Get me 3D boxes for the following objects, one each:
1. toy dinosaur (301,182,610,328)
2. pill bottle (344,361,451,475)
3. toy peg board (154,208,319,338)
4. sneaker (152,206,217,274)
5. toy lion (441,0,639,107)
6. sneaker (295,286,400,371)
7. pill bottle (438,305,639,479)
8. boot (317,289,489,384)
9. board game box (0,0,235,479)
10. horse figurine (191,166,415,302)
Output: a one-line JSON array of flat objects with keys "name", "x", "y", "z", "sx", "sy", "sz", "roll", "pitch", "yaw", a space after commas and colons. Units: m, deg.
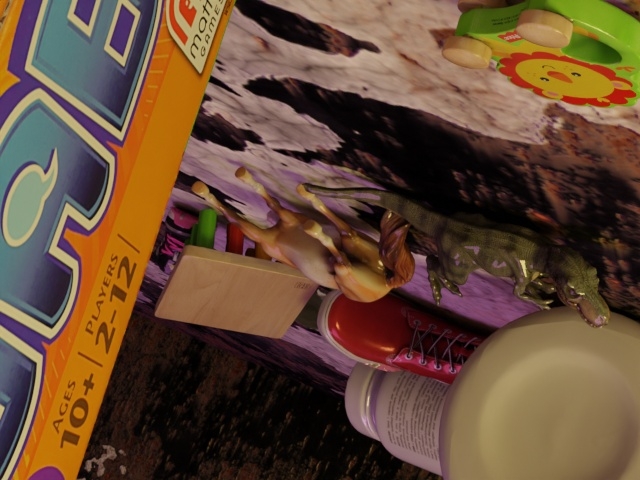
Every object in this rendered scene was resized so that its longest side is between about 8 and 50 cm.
[{"name": "toy dinosaur", "x": 0.118, "y": 0.011, "z": 0.929, "sx": 0.268, "sy": 0.064, "sz": 0.118, "roll": 20, "pitch": 162, "yaw": 34}, {"name": "pill bottle", "x": 0.174, "y": 0.230, "z": 1.580, "sx": 0.283, "sy": 0.160, "sz": 0.160, "roll": 13, "pitch": 164, "yaw": 48}, {"name": "toy peg board", "x": -0.098, "y": 0.036, "z": 1.411, "sx": 0.161, "sy": 0.079, "sz": 0.161, "roll": 11, "pitch": 149, "yaw": -15}, {"name": "sneaker", "x": -0.173, "y": 0.008, "z": 1.499, "sx": 0.063, "sy": 0.074, "sz": 0.170, "roll": 25, "pitch": 169, "yaw": -2}, {"name": "toy lion", "x": 0.113, "y": -0.086, "z": 0.546, "sx": 0.096, "sy": 0.034, "sz": 0.100, "roll": 21, "pitch": 171, "yaw": -22}, {"name": "sneaker", "x": 0.039, "y": 0.107, "z": 1.577, "sx": 0.178, "sy": 0.072, "sz": 0.077, "roll": 33, "pitch": -179, "yaw": -2}, {"name": "pill bottle", "x": 0.291, "y": 0.231, "z": 1.143, "sx": 0.229, "sy": 0.229, "sz": 0.408, "roll": 17, "pitch": 167, "yaw": 35}, {"name": "boot", "x": 0.131, "y": 0.115, "z": 1.335, "sx": 0.244, "sy": 0.088, "sz": 0.176, "roll": 21, "pitch": 172, "yaw": -31}, {"name": "board game box", "x": -0.300, "y": -0.066, "z": 0.509, "sx": 0.356, "sy": 0.356, "sz": 0.356, "roll": 10, "pitch": 164, "yaw": 21}, {"name": "horse figurine", "x": 0.000, "y": 0.000, "z": 1.111, "sx": 0.263, "sy": 0.066, "sz": 0.174, "roll": 17, "pitch": 161, "yaw": 47}]
